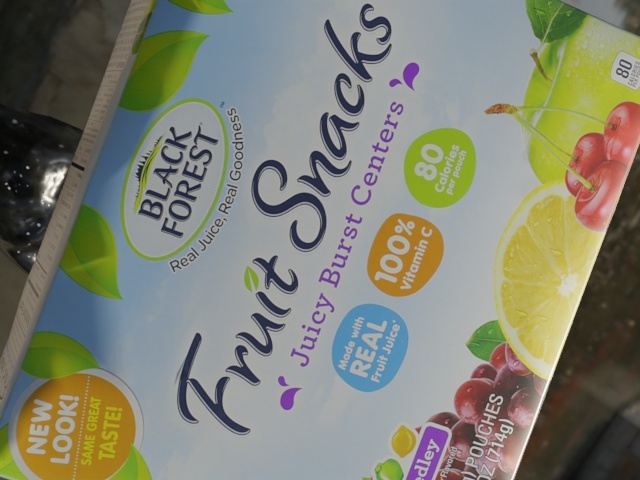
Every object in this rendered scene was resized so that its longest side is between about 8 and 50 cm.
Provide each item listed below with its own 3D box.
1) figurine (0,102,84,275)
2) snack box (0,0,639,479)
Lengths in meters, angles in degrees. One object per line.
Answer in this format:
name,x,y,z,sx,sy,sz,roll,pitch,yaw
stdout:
figurine,-0.120,-0.114,0.551,0.215,0.209,0.092,-41,-157,5
snack box,0.000,0.000,0.437,0.207,0.174,0.070,-69,-163,-1
